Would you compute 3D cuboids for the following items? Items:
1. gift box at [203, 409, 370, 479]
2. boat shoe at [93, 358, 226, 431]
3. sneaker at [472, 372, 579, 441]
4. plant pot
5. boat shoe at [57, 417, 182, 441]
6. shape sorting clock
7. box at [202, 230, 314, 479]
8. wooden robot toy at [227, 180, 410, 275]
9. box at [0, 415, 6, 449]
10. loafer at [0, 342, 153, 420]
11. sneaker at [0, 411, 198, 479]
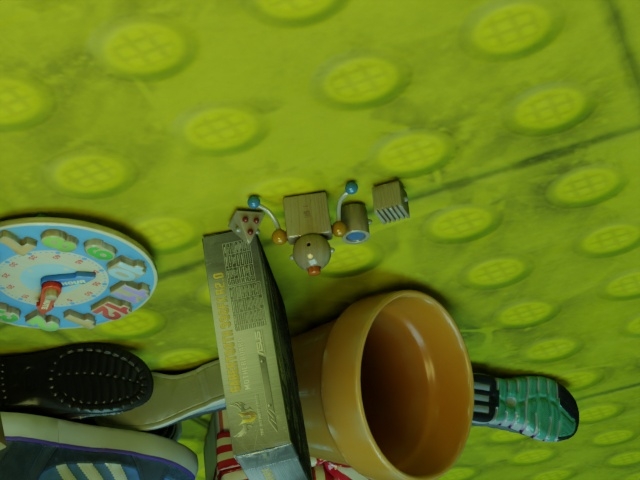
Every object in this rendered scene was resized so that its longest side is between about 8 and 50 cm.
[{"bbox_3d":[-0.012,0.329,1.563,0.255,0.276,0.258,-6,150,-14],"label":"gift box"},{"bbox_3d":[-0.167,0.194,1.475,0.206,0.075,0.065,-15,148,4],"label":"boat shoe"},{"bbox_3d":[0.239,0.215,1.635,0.224,0.083,0.098,18,163,-31],"label":"sneaker"},{"bbox_3d":[0.037,0.167,1.372,0.188,0.205,0.205,-11,156,41],"label":"plant pot"},{"bbox_3d":[-0.271,0.243,1.548,0.183,0.065,0.083,-13,150,11],"label":"boat shoe"},{"bbox_3d":[-0.262,0.038,1.201,0.206,0.040,0.206,-6,151,-3],"label":"shape sorting clock"},{"bbox_3d":[-0.059,0.130,1.220,0.056,0.231,0.183,-13,152,2],"label":"box"},{"bbox_3d":[0.000,0.000,1.156,0.173,0.079,0.076,-8,151,2],"label":"wooden robot toy"},{"bbox_3d":[-0.361,0.096,1.155,0.021,0.164,0.201,-23,150,2],"label":"box"},{"bbox_3d":[-0.298,0.164,1.399,0.220,0.080,0.078,0,160,-3],"label":"loafer"},{"bbox_3d":[-0.280,0.332,1.391,0.130,0.236,0.323,-16,154,40],"label":"sneaker"}]
